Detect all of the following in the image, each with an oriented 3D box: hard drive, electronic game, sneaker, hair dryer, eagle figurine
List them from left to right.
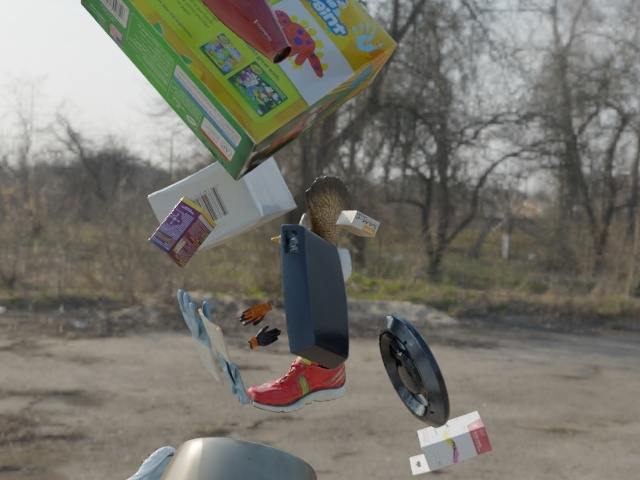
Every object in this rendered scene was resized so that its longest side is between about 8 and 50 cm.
[{"bbox_3d":[-0.419,0.607,1.973,0.108,0.100,0.271,29,60,32],"label":"sneaker"},{"bbox_3d":[-0.079,-0.403,1.226,0.223,0.294,0.080,-1,-4,19],"label":"hair dryer"},{"bbox_3d":[-0.057,0.318,1.953,0.278,0.119,0.107,-9,20,-39],"label":"sneaker"},{"bbox_3d":[-0.008,0.103,1.588,0.054,0.255,0.172,-18,-28,26],"label":"hard drive"},{"bbox_3d":[-0.010,0.002,2.101,0.225,0.226,0.298,-24,-10,-24],"label":"eagle figurine"},{"bbox_3d":[0.176,0.246,1.586,0.048,0.229,0.229,-23,9,-16],"label":"electronic game"}]

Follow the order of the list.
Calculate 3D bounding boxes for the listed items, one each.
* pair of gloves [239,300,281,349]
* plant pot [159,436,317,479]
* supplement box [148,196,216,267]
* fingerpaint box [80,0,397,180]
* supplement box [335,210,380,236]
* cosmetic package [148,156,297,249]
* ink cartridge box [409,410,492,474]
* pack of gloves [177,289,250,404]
[{"bbox_3d":[-0.117,0.166,1.644,0.074,0.083,0.010,-22,1,-32],"label":"pair of gloves"},{"bbox_3d":[-0.119,0.408,1.035,0.322,0.281,0.323,8,-31,5],"label":"plant pot"},{"bbox_3d":[-0.198,-0.012,1.209,0.043,0.083,0.055,32,-13,26],"label":"supplement box"},{"bbox_3d":[-0.148,-0.394,1.534,0.371,0.445,0.163,-40,-4,-28],"label":"fingerpaint box"},{"bbox_3d":[0.081,-0.037,1.843,0.062,0.036,0.098,27,-6,-18],"label":"supplement box"},{"bbox_3d":[-0.207,-0.085,1.901,0.217,0.156,0.385,-25,2,9],"label":"cosmetic package"},{"bbox_3d":[0.302,0.487,2.019,0.198,0.067,0.115,-20,6,4],"label":"ink cartridge box"},{"bbox_3d":[-0.196,0.201,1.626,0.046,0.232,0.195,-32,39,-22],"label":"pack of gloves"}]
